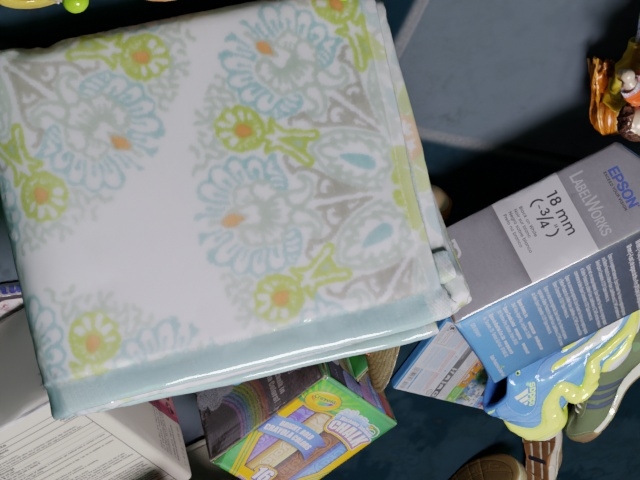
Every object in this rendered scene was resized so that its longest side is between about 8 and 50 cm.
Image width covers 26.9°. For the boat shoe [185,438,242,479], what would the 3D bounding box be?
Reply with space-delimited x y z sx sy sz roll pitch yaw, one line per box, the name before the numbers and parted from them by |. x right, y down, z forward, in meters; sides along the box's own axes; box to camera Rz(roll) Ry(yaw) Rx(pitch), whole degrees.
boat shoe | -0.160 0.305 1.591 0.233 0.084 0.079 -41 165 9

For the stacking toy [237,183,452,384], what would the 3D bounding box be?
stacking toy | 0.000 0.000 1.329 0.302 0.175 0.165 -18 138 -19

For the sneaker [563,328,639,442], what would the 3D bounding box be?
sneaker | 0.335 0.164 1.640 0.086 0.064 0.192 19 122 -23

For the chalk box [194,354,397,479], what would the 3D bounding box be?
chalk box | -0.013 0.161 1.461 0.213 0.132 0.132 -37 132 15

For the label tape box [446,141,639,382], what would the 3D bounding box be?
label tape box | 0.290 0.007 1.400 0.334 0.106 0.240 -27 155 5

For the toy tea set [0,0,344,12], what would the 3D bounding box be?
toy tea set | -0.109 -0.219 1.052 0.336 0.124 0.200 -8 163 -14

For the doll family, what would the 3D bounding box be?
doll family | 0.355 -0.162 1.335 0.263 0.118 0.163 3 121 -40

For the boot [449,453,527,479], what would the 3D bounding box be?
boot | 0.234 0.366 1.769 0.165 0.077 0.213 21 126 -32

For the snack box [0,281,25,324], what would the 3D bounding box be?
snack box | -0.314 0.072 1.352 0.178 0.022 0.064 -8 134 -13

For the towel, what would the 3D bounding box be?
towel | -0.082 -0.039 1.162 0.375 0.320 0.090 -13 170 -9

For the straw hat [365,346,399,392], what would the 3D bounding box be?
straw hat | 0.034 0.075 1.272 0.061 0.144 0.144 9 128 -9

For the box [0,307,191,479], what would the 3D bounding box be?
box | -0.262 0.185 1.381 0.149 0.126 0.232 -29 140 10

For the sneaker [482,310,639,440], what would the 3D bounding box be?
sneaker | 0.272 0.127 1.547 0.126 0.091 0.240 18 109 -31

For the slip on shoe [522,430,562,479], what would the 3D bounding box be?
slip on shoe | 0.292 0.264 1.725 0.041 0.051 0.135 -41 137 -39

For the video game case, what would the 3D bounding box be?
video game case | 0.181 0.148 1.599 0.166 0.015 0.119 17 122 -30
